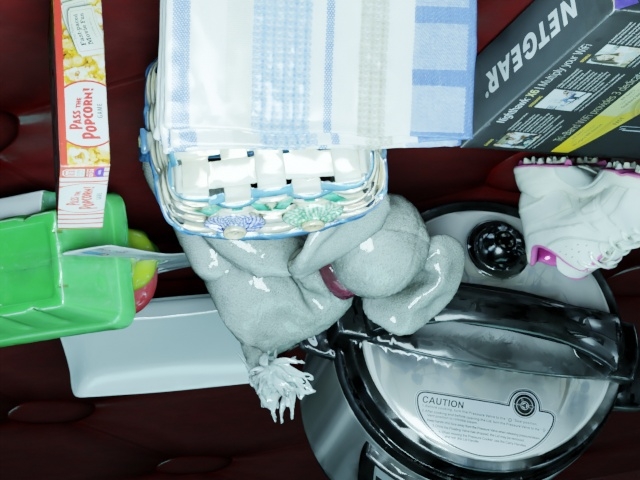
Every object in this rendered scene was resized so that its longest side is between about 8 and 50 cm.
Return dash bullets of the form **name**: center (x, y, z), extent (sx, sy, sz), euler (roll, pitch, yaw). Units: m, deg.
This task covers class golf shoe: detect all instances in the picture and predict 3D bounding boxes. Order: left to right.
- **golf shoe**: center (0.328, -0.022, 1.969), extent (0.115, 0.140, 0.306), euler (3, -177, -29)

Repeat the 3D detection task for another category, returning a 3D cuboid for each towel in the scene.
- **towel**: center (-0.002, -0.179, 1.528), extent (0.285, 0.209, 0.034), euler (-1, -170, -15)

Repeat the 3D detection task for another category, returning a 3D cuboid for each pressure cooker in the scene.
- **pressure cooker**: center (0.171, 0.151, 2.215), extent (0.370, 0.375, 0.420), euler (-32, 168, -21)

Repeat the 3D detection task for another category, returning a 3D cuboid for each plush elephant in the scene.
- **plush elephant**: center (0.000, 0.000, 1.929), extent (0.255, 0.330, 0.272), euler (-29, 147, 10)

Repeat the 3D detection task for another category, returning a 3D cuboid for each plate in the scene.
- **plate**: center (-0.196, 0.132, 2.337), extent (0.278, 0.045, 0.277), euler (-5, 155, -5)

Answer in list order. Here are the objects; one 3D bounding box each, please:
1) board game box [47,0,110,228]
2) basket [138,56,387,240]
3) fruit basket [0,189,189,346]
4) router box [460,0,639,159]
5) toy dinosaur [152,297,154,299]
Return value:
- **board game box**: center (-0.216, -0.126, 1.591), extent (0.045, 0.193, 0.147), euler (-2, 159, -11)
- **basket**: center (-0.058, -0.101, 1.711), extent (0.255, 0.201, 0.289), euler (-5, -177, 0)
- **fruit basket**: center (-0.290, 0.027, 2.097), extent (0.327, 0.165, 0.353), euler (-10, 180, 26)
- **router box**: center (0.306, -0.178, 1.754), extent (0.243, 0.081, 0.309), euler (3, 158, -24)
- **toy dinosaur**: center (-0.199, 0.106, 2.424), extent (0.268, 0.064, 0.118), euler (-9, 163, -4)
